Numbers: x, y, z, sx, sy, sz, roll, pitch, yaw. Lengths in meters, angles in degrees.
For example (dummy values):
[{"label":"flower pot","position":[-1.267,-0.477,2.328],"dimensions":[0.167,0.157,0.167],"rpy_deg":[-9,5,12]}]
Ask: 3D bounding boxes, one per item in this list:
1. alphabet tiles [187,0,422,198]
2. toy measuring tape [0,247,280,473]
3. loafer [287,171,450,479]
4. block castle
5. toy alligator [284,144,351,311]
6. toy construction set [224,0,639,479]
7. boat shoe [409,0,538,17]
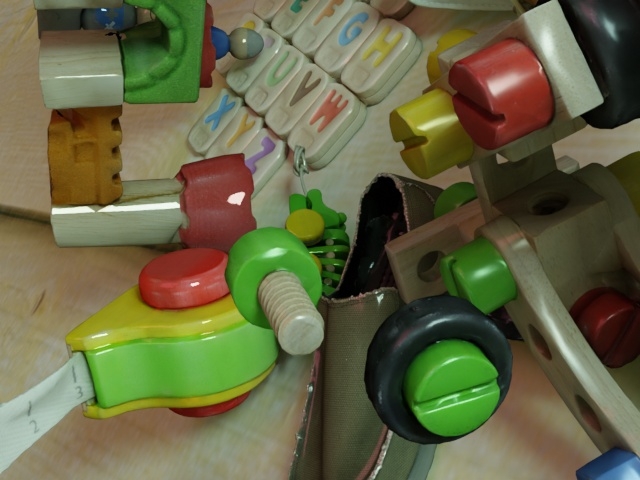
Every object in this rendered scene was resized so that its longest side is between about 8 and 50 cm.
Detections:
[{"label":"alphabet tiles","position":[-0.017,-0.172,0.932],"dimensions":[0.278,0.021,0.284],"rpy_deg":[-49,35,6]},{"label":"toy measuring tape","position":[-0.112,0.089,0.668],"dimensions":[0.121,0.121,0.330],"rpy_deg":[-26,9,33]},{"label":"loafer","position":[0.025,0.066,0.626],"dimensions":[0.094,0.087,0.251],"rpy_deg":[-10,54,44]},{"label":"block castle","position":[-0.104,-0.228,0.737],"dimensions":[0.453,0.212,0.303],"rpy_deg":[101,159,-47]},{"label":"toy alligator","position":[0.000,0.000,0.747],"dimensions":[0.051,0.056,0.190],"rpy_deg":[3,51,1]},{"label":"toy construction set","position":[0.132,-0.048,0.486],"dimensions":[0.309,0.257,0.237],"rpy_deg":[-48,25,5]},{"label":"boat shoe","position":[0.159,-0.201,0.679],"dimensions":[0.302,0.113,0.103],"rpy_deg":[-4,52,46]}]
